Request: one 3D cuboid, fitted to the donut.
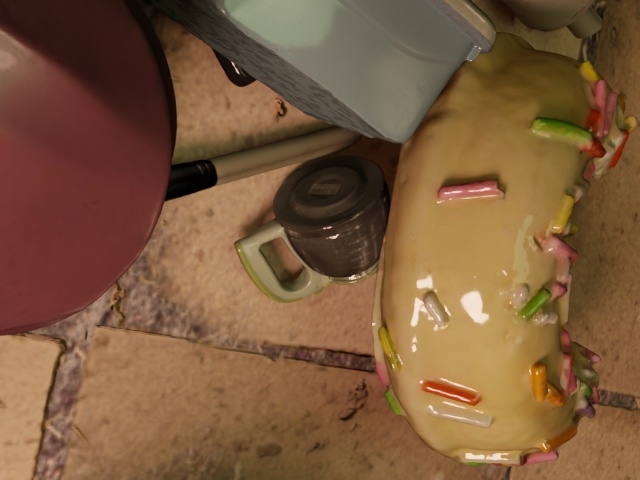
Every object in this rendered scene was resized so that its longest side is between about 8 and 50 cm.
[{"bbox_3d":[0.160,0.012,0.899,0.307,0.150,0.371,-3,100,-61],"label":"donut"}]

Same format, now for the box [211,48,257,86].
[{"bbox_3d":[-0.049,-0.201,0.830,0.126,0.027,0.125,-42,117,-25],"label":"box"}]

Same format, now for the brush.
[{"bbox_3d":[-0.073,-0.054,0.820,0.299,0.042,0.039,-18,74,-36],"label":"brush"}]

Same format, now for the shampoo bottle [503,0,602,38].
[{"bbox_3d":[0.159,-0.277,0.940,0.303,0.092,0.092,38,73,-34],"label":"shampoo bottle"}]

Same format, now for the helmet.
[{"bbox_3d":[-0.220,-0.063,0.556,0.338,0.197,0.271,16,113,-45],"label":"helmet"}]

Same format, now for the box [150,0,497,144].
[{"bbox_3d":[-0.003,-0.172,0.756,0.227,0.162,0.130,33,86,-33],"label":"box"}]

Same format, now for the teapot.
[{"bbox_3d":[0.002,-0.006,0.872,0.092,0.124,0.091,-84,159,-51],"label":"teapot"}]
